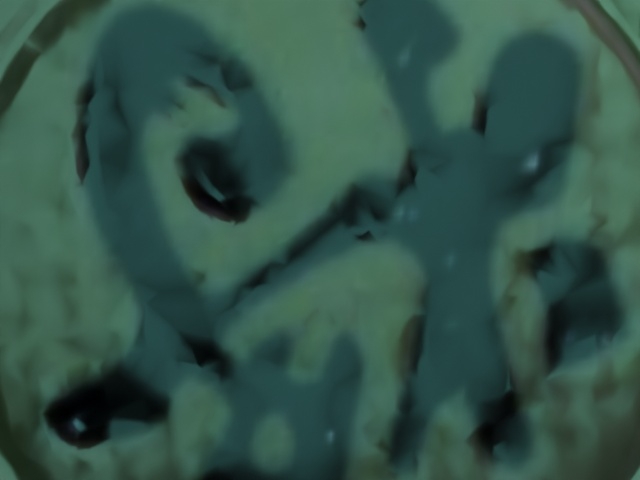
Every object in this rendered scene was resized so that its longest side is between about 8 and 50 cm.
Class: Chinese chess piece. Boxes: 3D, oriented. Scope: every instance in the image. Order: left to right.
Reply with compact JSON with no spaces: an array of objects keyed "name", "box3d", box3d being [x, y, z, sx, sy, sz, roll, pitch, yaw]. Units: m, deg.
[{"name":"Chinese chess piece","box3d":[0.000,0.000,0.430,0.257,0.104,0.257,-1,98,-4]}]
